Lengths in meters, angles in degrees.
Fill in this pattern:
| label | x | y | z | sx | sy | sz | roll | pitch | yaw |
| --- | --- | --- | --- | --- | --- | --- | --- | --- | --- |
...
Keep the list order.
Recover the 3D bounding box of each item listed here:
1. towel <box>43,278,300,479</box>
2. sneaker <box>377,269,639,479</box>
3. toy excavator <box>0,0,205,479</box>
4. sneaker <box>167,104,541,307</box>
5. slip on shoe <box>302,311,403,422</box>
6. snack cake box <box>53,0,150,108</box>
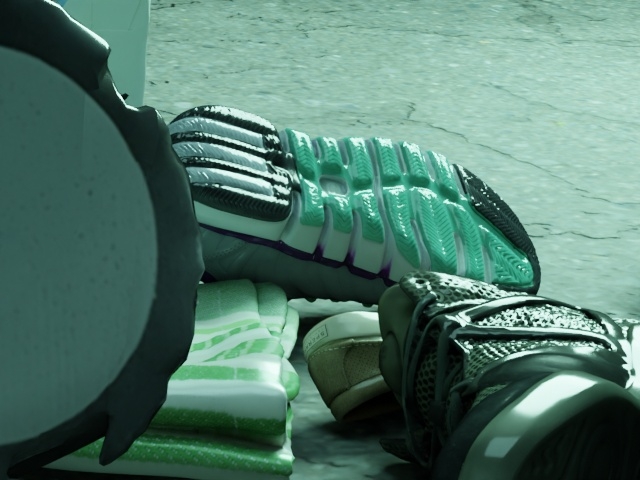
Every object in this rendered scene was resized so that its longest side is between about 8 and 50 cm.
| label | x | y | z | sx | sy | sz | roll | pitch | yaw |
| --- | --- | --- | --- | --- | --- | --- | --- | --- | --- |
| towel | -0.128 | 0.037 | 0.731 | 0.248 | 0.038 | 0.325 | 4 | 5 | -3 |
| sneaker | 0.061 | 0.070 | 0.710 | 0.130 | 0.087 | 0.227 | 10 | 15 | 22 |
| toy excavator | -0.217 | -0.124 | 0.408 | 0.433 | 0.445 | 0.222 | -45 | 20 | -30 |
| sneaker | 0.000 | 0.000 | 0.942 | 0.224 | 0.098 | 0.083 | 18 | 49 | -30 |
| slip on shoe | 0.058 | 0.056 | 0.831 | 0.135 | 0.051 | 0.041 | 3 | 55 | -32 |
| snack cake box | -0.163 | -0.093 | 1.060 | 0.089 | 0.152 | 0.264 | -1 | 18 | -16 |
